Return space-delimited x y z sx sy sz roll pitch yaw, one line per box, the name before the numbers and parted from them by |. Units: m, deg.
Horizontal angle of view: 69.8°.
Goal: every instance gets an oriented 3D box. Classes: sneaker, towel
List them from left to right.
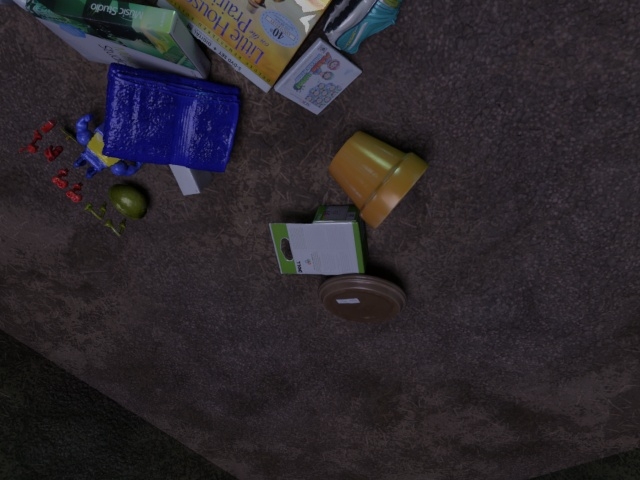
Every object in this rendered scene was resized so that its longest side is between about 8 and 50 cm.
towel | -0.359 -0.288 1.121 0.309 0.076 0.227 5 112 -24
sneaker | 0.129 -0.508 0.956 0.275 0.107 0.110 -35 141 26

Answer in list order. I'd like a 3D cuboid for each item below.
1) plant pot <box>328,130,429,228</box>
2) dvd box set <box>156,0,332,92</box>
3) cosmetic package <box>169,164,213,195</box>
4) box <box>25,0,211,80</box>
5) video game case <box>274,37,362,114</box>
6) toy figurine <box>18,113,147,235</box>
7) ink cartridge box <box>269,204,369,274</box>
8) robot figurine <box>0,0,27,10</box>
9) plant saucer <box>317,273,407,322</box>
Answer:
plant pot | 0.130 -0.164 1.135 0.188 0.205 0.205 41 125 4
dvd box set | -0.114 -0.560 0.931 0.308 0.062 0.420 38 126 -13
cosmetic package | -0.377 -0.251 1.243 0.061 0.098 0.238 -7 122 18
box | -0.440 -0.459 1.043 0.322 0.232 0.058 11 86 6
video game case | -0.005 -0.375 1.067 0.143 0.019 0.157 17 136 -44
toy figurine | -0.587 -0.218 1.271 0.217 0.191 0.362 -31 114 25
ink cartridge box | 0.000 0.000 1.331 0.256 0.097 0.188 0 125 15
robot figurine | -0.720 -0.659 0.974 0.353 0.199 0.300 41 109 -16
plant saucer | 0.126 0.187 1.409 0.278 0.041 0.277 7 147 5
